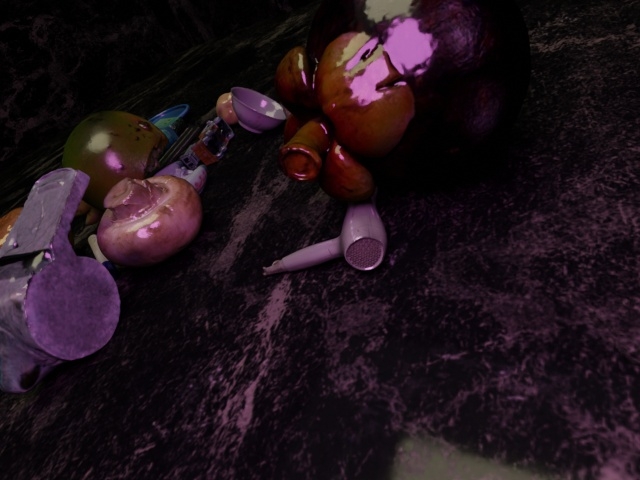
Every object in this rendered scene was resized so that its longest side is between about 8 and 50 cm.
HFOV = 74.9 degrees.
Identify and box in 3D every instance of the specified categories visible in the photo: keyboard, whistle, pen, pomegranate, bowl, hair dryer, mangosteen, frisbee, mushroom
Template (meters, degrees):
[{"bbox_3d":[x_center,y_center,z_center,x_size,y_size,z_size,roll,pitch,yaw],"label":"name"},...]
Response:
[{"bbox_3d":[-0.520,-0.222,1.321,0.381,0.041,0.103,-48,38,-12],"label":"keyboard"},{"bbox_3d":[-0.517,0.058,0.770,0.168,0.404,0.188,-12,-3,21],"label":"whistle"},{"bbox_3d":[-0.547,0.038,1.042,0.033,0.033,0.269,-40,38,-17],"label":"pen"},{"bbox_3d":[-0.591,-0.201,1.140,0.359,0.216,0.309,-40,31,19],"label":"pomegranate"},{"bbox_3d":[-0.198,-0.384,1.271,0.086,0.189,0.189,-59,24,28],"label":"bowl"},{"bbox_3d":[0.000,0.000,0.729,0.237,0.075,0.206,-25,28,17],"label":"hair dryer"},{"bbox_3d":[0.114,-0.232,0.689,0.435,0.382,0.382,-48,38,-2],"label":"mangosteen"},{"bbox_3d":[-0.661,-0.507,1.785,0.242,0.045,0.242,-18,36,14],"label":"frisbee"},{"bbox_3d":[-0.383,-0.051,0.927,0.255,0.184,0.254,-20,47,23],"label":"mushroom"}]

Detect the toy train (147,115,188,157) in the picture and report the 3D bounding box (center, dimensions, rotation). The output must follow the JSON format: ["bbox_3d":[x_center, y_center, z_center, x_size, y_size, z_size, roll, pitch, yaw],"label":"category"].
[{"bbox_3d":[-0.603,-0.323,1.462,0.194,0.120,0.298,2,45,28],"label":"toy train"}]

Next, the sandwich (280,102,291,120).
[{"bbox_3d":[-0.054,-0.378,1.195,0.088,0.090,0.244,-34,36,-13],"label":"sandwich"}]

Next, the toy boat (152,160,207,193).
[{"bbox_3d":[-0.390,-0.153,1.113,0.134,0.078,0.207,14,46,12],"label":"toy boat"}]

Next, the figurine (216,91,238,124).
[{"bbox_3d":[-0.289,-0.473,1.477,0.114,0.108,0.196,0,25,19],"label":"figurine"}]

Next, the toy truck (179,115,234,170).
[{"bbox_3d":[-0.351,-0.306,1.311,0.115,0.080,0.177,-19,37,27],"label":"toy truck"}]

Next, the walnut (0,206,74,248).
[{"bbox_3d":[-0.745,0.023,1.061,0.196,0.195,0.221,-10,41,23],"label":"walnut"}]
